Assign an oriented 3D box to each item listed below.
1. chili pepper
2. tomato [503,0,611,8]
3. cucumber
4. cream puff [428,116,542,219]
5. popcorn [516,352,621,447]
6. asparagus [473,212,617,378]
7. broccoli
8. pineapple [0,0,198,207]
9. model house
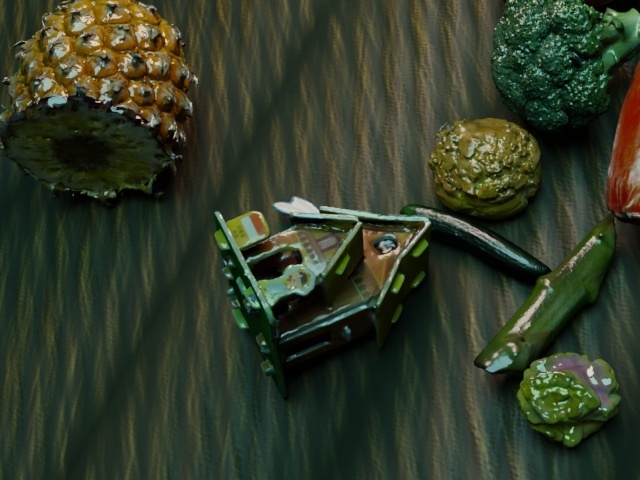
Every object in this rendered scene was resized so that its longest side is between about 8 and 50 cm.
[{"bbox_3d":[0.576,-0.128,1.807,0.251,0.229,0.305,23,77,-14],"label":"chili pepper"},{"bbox_3d":[0.432,-0.549,2.052,0.342,0.273,0.341,1,73,-2],"label":"tomato"},{"bbox_3d":[0.248,0.001,1.891,0.284,0.056,0.056,26,69,27],"label":"cucumber"},{"bbox_3d":[0.266,-0.128,1.921,0.189,0.129,0.189,-6,57,9],"label":"cream puff"},{"bbox_3d":[0.354,0.222,1.685,0.145,0.126,0.125,-20,49,-3],"label":"popcorn"},{"bbox_3d":[0.356,0.092,1.786,0.343,0.085,0.082,-45,17,-22],"label":"asparagus"},{"bbox_3d":[0.407,-0.303,1.913,0.270,0.270,0.270,-19,55,-9],"label":"broccoli"},{"bbox_3d":[-0.387,-0.254,2.068,0.353,0.352,0.300,-4,51,13],"label":"pineapple"},{"bbox_3d":[0.000,0.000,1.828,0.324,0.300,0.340,-23,61,-11],"label":"model house"}]
